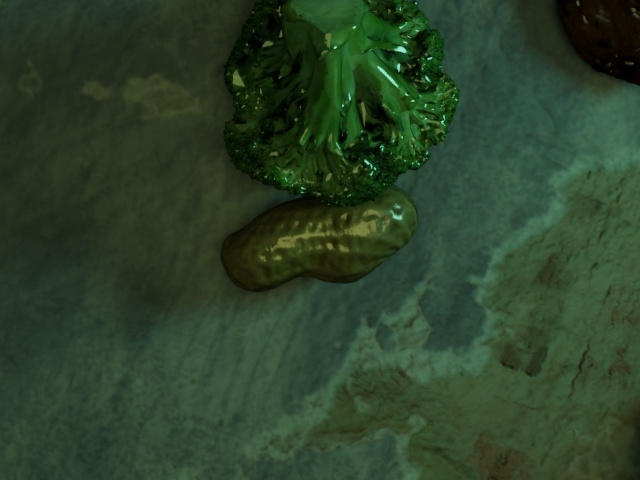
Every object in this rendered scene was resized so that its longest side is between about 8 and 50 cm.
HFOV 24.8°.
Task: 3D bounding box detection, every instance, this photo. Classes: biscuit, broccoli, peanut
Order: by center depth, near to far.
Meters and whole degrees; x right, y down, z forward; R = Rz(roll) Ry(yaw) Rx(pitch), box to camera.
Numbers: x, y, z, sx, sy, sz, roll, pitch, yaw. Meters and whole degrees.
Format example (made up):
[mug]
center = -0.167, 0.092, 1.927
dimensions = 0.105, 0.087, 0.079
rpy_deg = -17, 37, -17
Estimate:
[broccoli]
center = 0.011, -0.168, 1.544
dimensions = 0.261, 0.242, 0.269
rpy_deg = 32, 59, 17
[biscuit]
center = 0.355, -0.261, 1.601
dimensions = 0.192, 0.049, 0.192
rpy_deg = 10, 115, 22
[peanut]
center = 0.000, 0.000, 1.618
dimensions = 0.226, 0.095, 0.108
rpy_deg = -13, 92, 0
